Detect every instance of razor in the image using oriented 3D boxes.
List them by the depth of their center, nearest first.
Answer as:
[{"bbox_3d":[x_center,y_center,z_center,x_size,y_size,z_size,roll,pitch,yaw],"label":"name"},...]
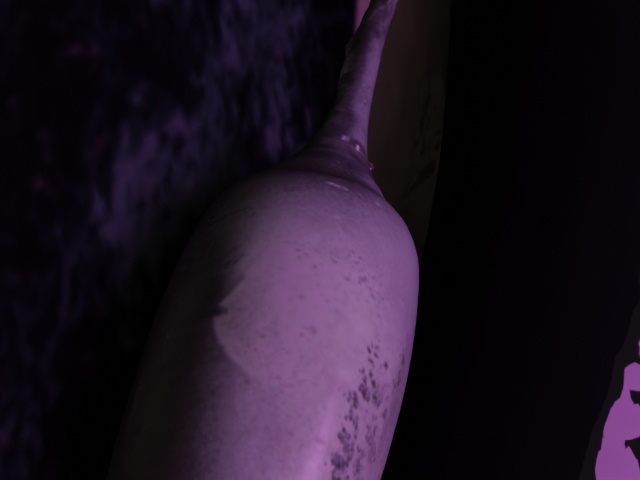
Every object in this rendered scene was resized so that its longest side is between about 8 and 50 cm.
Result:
[{"bbox_3d":[0.092,0.031,0.576,0.204,0.113,0.349,56,39,-48],"label":"razor"}]

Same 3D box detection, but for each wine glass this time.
[{"bbox_3d":[0.000,0.000,0.453,0.074,0.074,0.262,56,40,-44],"label":"wine glass"}]
